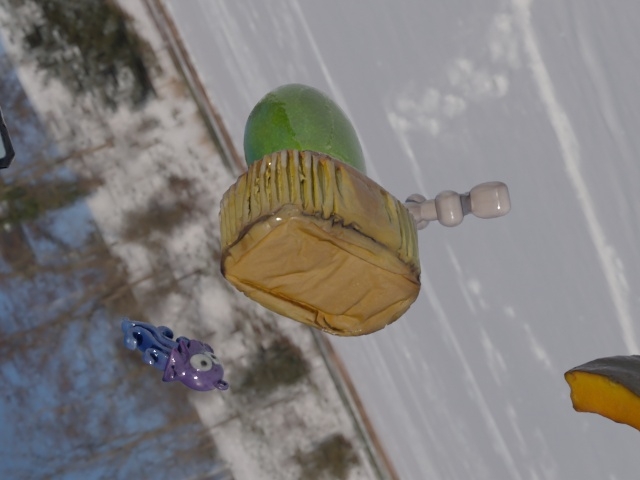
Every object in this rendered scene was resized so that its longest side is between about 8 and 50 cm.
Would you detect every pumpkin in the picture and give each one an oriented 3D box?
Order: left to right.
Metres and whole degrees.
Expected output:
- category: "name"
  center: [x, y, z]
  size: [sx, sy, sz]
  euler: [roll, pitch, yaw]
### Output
- category: "pumpkin"
  center: [0.429, 0.208, 1.272]
  size: [0.290, 0.258, 0.095]
  euler: [50, 136, 51]

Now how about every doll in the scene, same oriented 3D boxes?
- category: "doll"
  center: [-0.217, 0.166, 1.759]
  size: [0.205, 0.067, 0.110]
  euler: [28, -155, 21]
- category: "doll"
  center: [0.187, -0.050, 1.831]
  size: [0.160, 0.161, 0.059]
  euler: [-7, 95, 60]

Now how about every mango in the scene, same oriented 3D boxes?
- category: "mango"
  center: [-0.019, -0.109, 1.600]
  size: [0.343, 0.156, 0.192]
  euler: [-121, 5, -76]

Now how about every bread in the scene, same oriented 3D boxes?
- category: "bread"
  center: [0.000, 0.000, 1.064]
  size: [0.190, 0.132, 0.114]
  euler: [31, -148, -30]

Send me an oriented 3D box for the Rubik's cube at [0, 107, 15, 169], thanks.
- category: "Rubik's cube"
  center: [-0.385, -0.131, 1.071]
  size: [0.184, 0.187, 0.182]
  euler: [-172, 67, -73]
